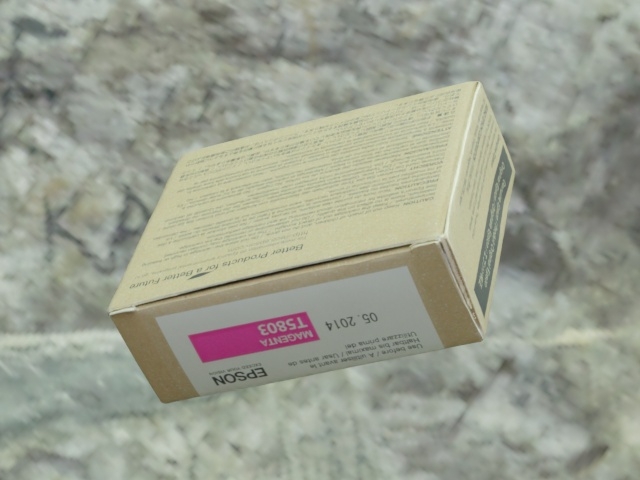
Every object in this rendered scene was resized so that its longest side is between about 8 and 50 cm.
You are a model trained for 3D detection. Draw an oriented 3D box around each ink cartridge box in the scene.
[{"bbox_3d":[0.000,0.000,1.160,0.193,0.234,0.088,-72,-37,-51],"label":"ink cartridge box"}]
